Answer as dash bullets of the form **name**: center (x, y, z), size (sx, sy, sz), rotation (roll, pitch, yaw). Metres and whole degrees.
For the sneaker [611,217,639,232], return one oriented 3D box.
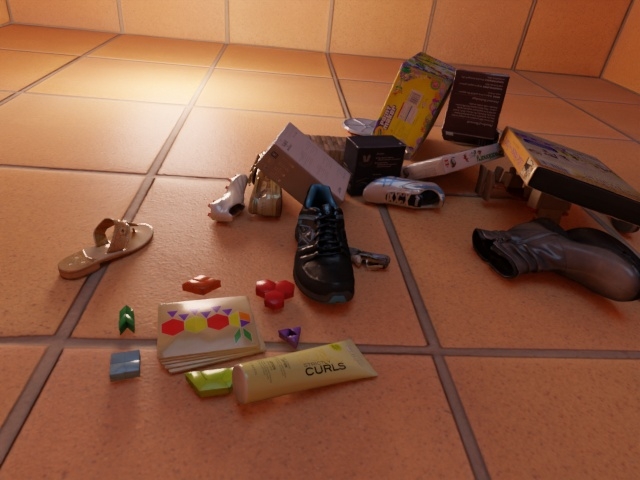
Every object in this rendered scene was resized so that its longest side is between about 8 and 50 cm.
- **sneaker**: center (0.939, -0.084, 1.352), size (0.118, 0.083, 0.222), rotation (13, 32, 8)

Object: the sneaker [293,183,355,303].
- **sneaker**: center (0.000, 0.000, 1.001), size (0.125, 0.139, 0.340), rotation (0, 35, -13)

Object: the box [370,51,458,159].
- **box**: center (0.347, -0.493, 1.653), size (0.177, 0.289, 0.279), rotation (30, 37, 8)

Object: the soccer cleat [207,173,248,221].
- **soccer cleat**: center (-0.226, -0.109, 1.201), size (0.076, 0.068, 0.196), rotation (18, 41, 7)

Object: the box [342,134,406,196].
- **box**: center (0.154, -0.224, 1.354), size (0.156, 0.158, 0.093), rotation (-6, 35, -20)

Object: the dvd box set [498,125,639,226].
- **dvd box set**: center (0.680, -0.194, 1.255), size (0.308, 0.062, 0.420), rotation (19, 29, 1)

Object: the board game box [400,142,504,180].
- **board game box**: center (0.416, -0.250, 1.457), size (0.306, 0.053, 0.193), rotation (-19, 9, -33)

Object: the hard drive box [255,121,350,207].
- **hard drive box**: center (-0.039, -0.189, 1.226), size (0.232, 0.089, 0.181), rotation (39, 31, -13)

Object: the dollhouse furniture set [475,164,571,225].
- **dollhouse furniture set**: center (0.623, -0.125, 1.354), size (0.263, 0.134, 0.259), rotation (6, 22, -2)

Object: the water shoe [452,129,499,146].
- **water shoe**: center (0.607, -0.424, 1.813), size (0.204, 0.080, 0.072), rotation (10, 33, 5)

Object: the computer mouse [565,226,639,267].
- **computer mouse**: center (0.739, 0.033, 1.147), size (0.189, 0.072, 0.272), rotation (-22, 43, -35)

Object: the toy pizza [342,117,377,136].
- **toy pizza**: center (0.184, -0.440, 1.804), size (0.202, 0.032, 0.201), rotation (7, 32, -4)

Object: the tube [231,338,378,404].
- **tube**: center (-0.023, 0.210, 0.749), size (0.241, 0.062, 0.069), rotation (-2, 75, -32)

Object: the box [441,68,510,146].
- **box**: center (0.507, -0.432, 1.498), size (0.167, 0.202, 0.168), rotation (14, 7, 16)

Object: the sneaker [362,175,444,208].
- **sneaker**: center (0.239, -0.131, 1.295), size (0.238, 0.085, 0.086), rotation (1, 29, -6)

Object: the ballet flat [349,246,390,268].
- **ballet flat**: center (0.103, 0.043, 1.049), size (0.115, 0.041, 0.041), rotation (11, 33, 9)

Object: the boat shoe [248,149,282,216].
- **boat shoe**: center (-0.161, -0.168, 1.260), size (0.090, 0.104, 0.285), rotation (-2, 36, -10)

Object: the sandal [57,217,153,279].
- **sandal**: center (-0.457, -0.008, 0.984), size (0.088, 0.079, 0.240), rotation (20, 35, 19)

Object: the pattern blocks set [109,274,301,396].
- **pattern blocks set**: center (-0.198, 0.161, 0.821), size (0.326, 0.026, 0.285), rotation (1, 34, -9)

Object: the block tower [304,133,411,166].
- **block tower**: center (0.114, -0.273, 1.463), size (0.336, 0.097, 0.090), rotation (-1, 44, -13)

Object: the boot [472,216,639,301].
- **boot**: center (0.528, 0.058, 1.055), size (0.223, 0.118, 0.338), rotation (-11, 26, -20)
